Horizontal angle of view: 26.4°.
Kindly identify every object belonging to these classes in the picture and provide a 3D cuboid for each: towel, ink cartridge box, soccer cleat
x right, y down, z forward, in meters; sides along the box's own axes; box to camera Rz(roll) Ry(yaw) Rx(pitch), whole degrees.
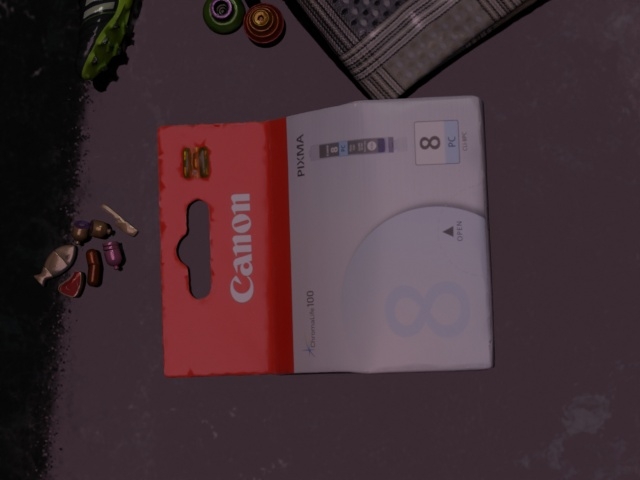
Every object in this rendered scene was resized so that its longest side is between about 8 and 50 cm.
[{"bbox_3d":[0.111,-0.354,1.531,0.324,0.056,0.312,-36,107,5],"label":"towel"},{"bbox_3d":[0.000,0.000,1.558,0.385,0.091,0.308,-2,85,4],"label":"ink cartridge box"},{"bbox_3d":[-0.262,-0.276,1.625,0.072,0.060,0.179,17,80,16],"label":"soccer cleat"}]

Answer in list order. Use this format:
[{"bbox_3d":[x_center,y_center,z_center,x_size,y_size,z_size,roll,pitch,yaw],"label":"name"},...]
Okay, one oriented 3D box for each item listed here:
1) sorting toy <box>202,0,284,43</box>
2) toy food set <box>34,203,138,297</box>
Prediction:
[{"bbox_3d":[-0.092,-0.272,1.613,0.102,0.042,0.061,16,87,7],"label":"sorting toy"},{"bbox_3d":[-0.276,0.019,1.615,0.078,0.019,0.122,38,89,7],"label":"toy food set"}]
